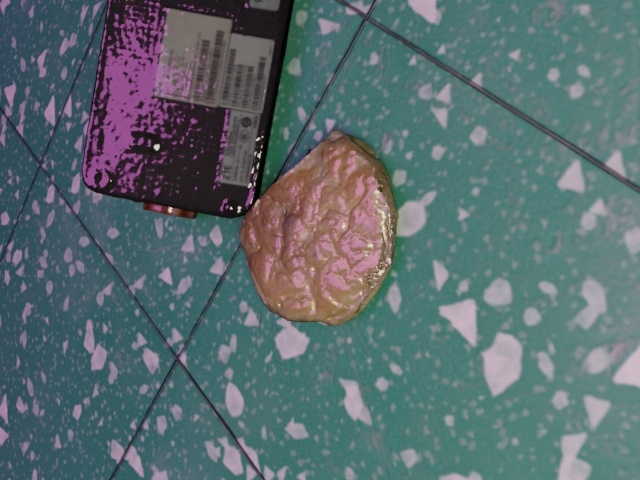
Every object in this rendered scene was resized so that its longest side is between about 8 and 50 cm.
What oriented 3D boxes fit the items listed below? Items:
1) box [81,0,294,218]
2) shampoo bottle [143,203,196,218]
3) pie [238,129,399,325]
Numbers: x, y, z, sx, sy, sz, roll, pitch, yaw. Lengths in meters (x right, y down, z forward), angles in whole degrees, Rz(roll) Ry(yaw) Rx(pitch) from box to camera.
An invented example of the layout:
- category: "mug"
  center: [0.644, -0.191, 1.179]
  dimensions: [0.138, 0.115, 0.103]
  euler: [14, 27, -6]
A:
- category: "box"
  center: [-0.150, -0.212, 0.794]
  dimensions: [0.211, 0.058, 0.350]
  euler: [10, 94, -1]
- category: "shampoo bottle"
  center: [-0.170, -0.188, 0.868]
  dimensions: [0.118, 0.076, 0.314]
  euler: [12, 94, 24]
- category: "pie"
  center: [-0.002, 0.000, 0.729]
  dimensions: [0.218, 0.052, 0.185]
  euler: [-39, 61, 28]
